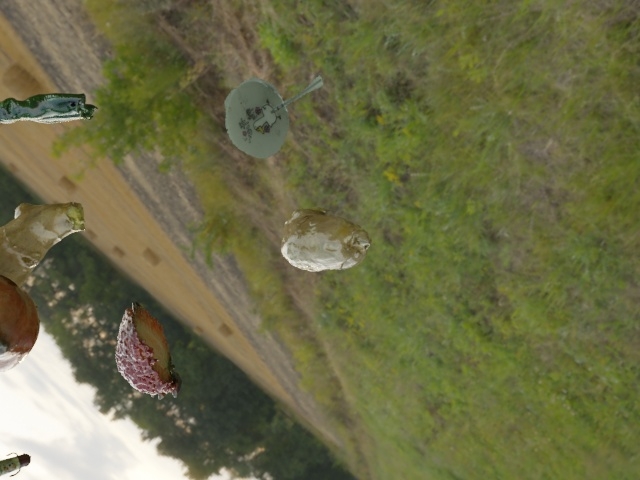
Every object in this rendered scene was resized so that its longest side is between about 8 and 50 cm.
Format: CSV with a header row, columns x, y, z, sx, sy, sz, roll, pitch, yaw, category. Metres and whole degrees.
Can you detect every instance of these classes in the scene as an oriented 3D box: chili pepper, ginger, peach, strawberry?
x,y,z,sx,sy,sz,roll,pitch,yaw,category
-0.631,-0.304,1.589,0.098,0.224,0.061,121,136,-68,chili pepper
0.000,0.000,1.518,0.138,0.152,0.267,31,175,-42,ginger
-0.663,0.171,1.362,0.232,0.232,0.232,38,166,11,peach
-0.483,0.279,1.806,0.306,0.138,0.233,70,176,-50,strawberry
-0.746,0.029,1.652,0.236,0.375,0.166,21,145,38,ginger

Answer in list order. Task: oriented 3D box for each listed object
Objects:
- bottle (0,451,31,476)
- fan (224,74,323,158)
x,y,z,sx,sy,sz,roll,pitch,yaw,category
-0.886,0.643,1.991,0.047,0.101,0.063,31,122,43,bottle
-0.127,-0.394,2.055,0.012,0.415,0.233,4,122,46,fan
